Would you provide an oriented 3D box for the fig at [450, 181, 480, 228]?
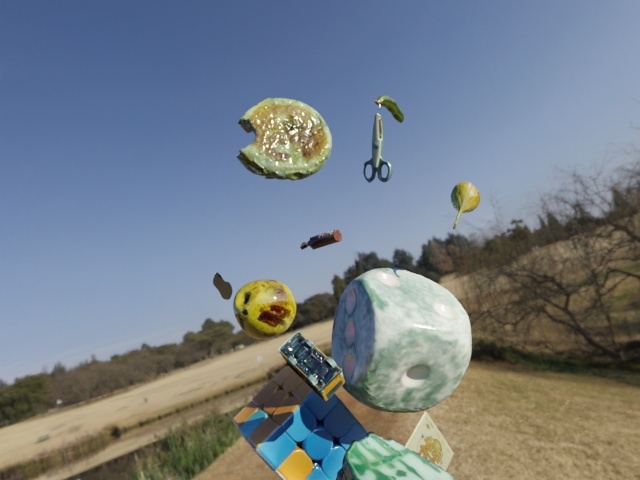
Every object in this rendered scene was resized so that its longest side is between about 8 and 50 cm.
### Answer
[{"bbox_3d":[0.438,-0.100,1.492,0.093,0.166,0.093,2,-38,2],"label":"fig"}]

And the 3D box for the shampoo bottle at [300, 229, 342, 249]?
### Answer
[{"bbox_3d":[0.000,0.002,2.468,0.236,0.067,0.068,-16,-2,42],"label":"shampoo bottle"}]

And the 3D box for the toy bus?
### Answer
[{"bbox_3d":[-0.024,0.349,1.390,0.091,0.182,0.103,-40,-38,-20],"label":"toy bus"}]

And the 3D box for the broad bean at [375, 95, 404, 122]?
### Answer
[{"bbox_3d":[0.249,-0.475,1.789,0.039,0.069,0.227,-3,-3,33],"label":"broad bean"}]

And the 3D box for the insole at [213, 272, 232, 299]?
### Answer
[{"bbox_3d":[-0.347,0.165,1.772,0.004,0.064,0.188,10,-25,15],"label":"insole"}]

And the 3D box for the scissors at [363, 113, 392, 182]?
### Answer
[{"bbox_3d":[0.241,-0.390,2.110,0.138,0.289,0.041,5,9,35],"label":"scissors"}]

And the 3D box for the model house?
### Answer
[{"bbox_3d":[0.162,0.710,1.226,0.295,0.329,0.252,21,15,33],"label":"model house"}]

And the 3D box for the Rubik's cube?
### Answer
[{"bbox_3d":[-0.067,0.627,1.648,0.292,0.290,0.291,-43,16,-20],"label":"Rubik's cube"}]

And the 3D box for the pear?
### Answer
[{"bbox_3d":[-0.248,0.300,2.221,0.284,0.283,0.283,-18,-11,-4],"label":"pear"}]

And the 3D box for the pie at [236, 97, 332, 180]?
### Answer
[{"bbox_3d":[-0.110,-0.312,1.536,0.303,0.302,0.067,-15,-18,-14],"label":"pie"}]

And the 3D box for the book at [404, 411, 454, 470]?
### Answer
[{"bbox_3d":[0.384,0.815,1.845,0.020,0.208,0.295,-29,7,43],"label":"book"}]

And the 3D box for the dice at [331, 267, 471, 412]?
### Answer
[{"bbox_3d":[0.237,0.299,1.553,0.330,0.348,0.328,11,-65,-18],"label":"dice"}]
